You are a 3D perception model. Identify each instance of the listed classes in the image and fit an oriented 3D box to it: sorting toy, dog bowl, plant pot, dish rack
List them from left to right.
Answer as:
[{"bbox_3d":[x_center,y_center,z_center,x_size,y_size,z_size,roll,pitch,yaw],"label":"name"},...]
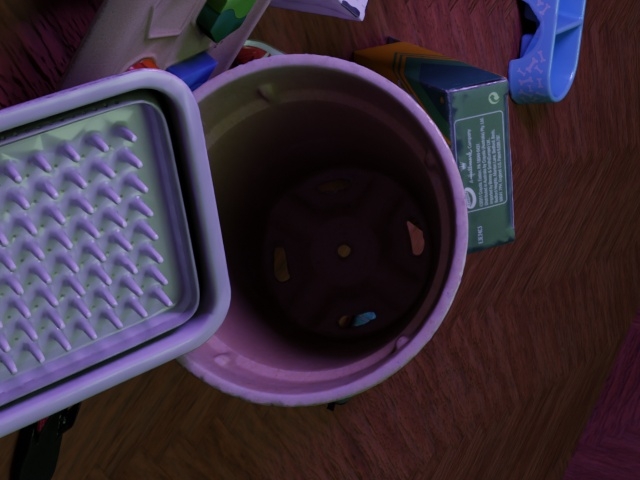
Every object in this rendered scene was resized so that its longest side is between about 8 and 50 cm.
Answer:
[{"bbox_3d":[-0.246,0.016,0.838,0.333,0.072,0.285,-23,126,-23],"label":"dish rack"},{"bbox_3d":[-0.106,-0.215,0.917,0.307,0.041,0.229,-54,166,25],"label":"sorting toy"},{"bbox_3d":[0.000,0.000,1.100,0.305,0.334,0.333,21,86,-78],"label":"plant pot"},{"bbox_3d":[0.406,-0.380,1.794,0.166,0.074,0.297,-29,129,-50],"label":"dog bowl"}]

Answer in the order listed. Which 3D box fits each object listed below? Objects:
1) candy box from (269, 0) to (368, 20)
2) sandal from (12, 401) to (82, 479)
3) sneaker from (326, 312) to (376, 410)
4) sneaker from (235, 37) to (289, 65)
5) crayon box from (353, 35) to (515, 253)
[{"bbox_3d":[-0.011,-0.340,1.047,0.070,0.165,0.196,18,89,-61],"label":"candy box"},{"bbox_3d":[-0.262,0.170,1.006,0.067,0.040,0.179,-3,107,-58],"label":"sandal"},{"bbox_3d":[0.071,0.157,1.531,0.224,0.083,0.098,-44,162,-37],"label":"sneaker"},{"bbox_3d":[-0.075,-0.187,1.137,0.118,0.042,0.067,8,94,-61],"label":"sneaker"},{"bbox_3d":[0.127,-0.132,1.293,0.083,0.323,0.203,-14,114,-16],"label":"crayon box"}]
